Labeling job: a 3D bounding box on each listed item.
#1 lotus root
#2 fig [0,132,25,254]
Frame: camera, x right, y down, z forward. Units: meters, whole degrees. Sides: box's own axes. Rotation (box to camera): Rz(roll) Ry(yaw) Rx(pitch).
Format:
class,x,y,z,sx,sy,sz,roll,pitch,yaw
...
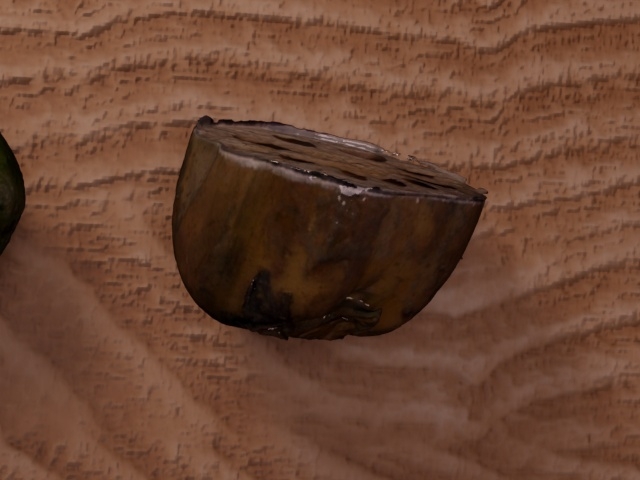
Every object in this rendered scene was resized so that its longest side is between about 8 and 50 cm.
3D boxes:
class,x,y,z,sx,sy,sz,roll,pitch,yaw
lotus root,0.000,0.000,1.136,0.272,0.272,0.192,14,95,-9
fig,-0.383,-0.070,1.124,0.203,0.235,0.203,-17,132,-20
